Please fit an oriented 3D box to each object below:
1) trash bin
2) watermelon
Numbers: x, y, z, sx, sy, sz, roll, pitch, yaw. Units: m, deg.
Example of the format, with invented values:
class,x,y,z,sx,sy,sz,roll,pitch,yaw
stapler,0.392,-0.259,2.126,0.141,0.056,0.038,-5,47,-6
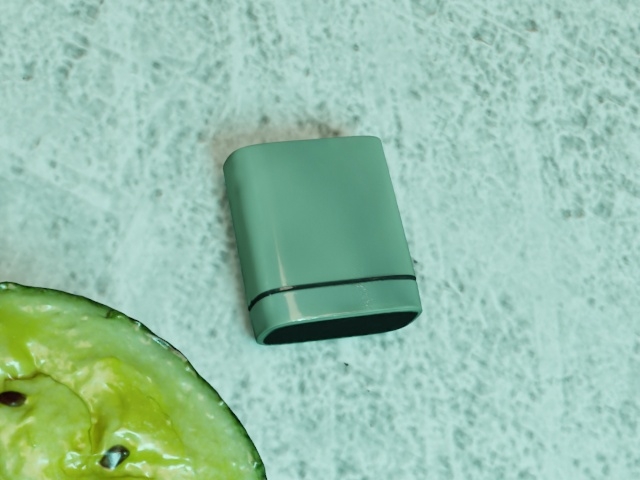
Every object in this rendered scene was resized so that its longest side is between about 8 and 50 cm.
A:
class,x,y,z,sx,sy,sz,roll,pitch,yaw
trash bin,0.000,0.000,1.134,0.116,0.059,0.130,-5,71,-21
watermelon,-0.201,0.188,0.926,0.331,0.189,0.330,17,55,-26
